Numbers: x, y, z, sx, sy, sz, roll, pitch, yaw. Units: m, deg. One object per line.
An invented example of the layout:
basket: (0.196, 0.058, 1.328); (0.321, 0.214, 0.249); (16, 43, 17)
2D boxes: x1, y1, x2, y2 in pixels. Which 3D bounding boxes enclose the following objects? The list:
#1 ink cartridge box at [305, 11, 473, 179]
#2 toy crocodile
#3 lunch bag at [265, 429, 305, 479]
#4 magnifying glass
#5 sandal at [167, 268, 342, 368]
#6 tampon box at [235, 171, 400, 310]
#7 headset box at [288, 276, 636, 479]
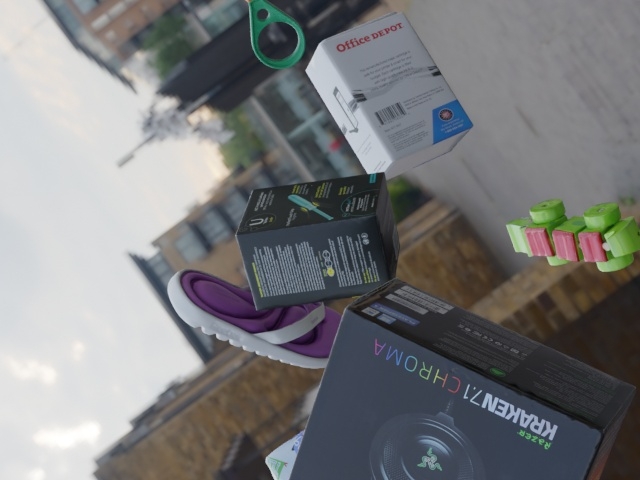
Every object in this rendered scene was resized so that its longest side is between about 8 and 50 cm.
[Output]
ink cartridge box: (0.096, -0.204, 1.866); (0.203, 0.148, 0.086); (60, 155, 12)
toy crocodile: (0.461, -0.004, 2.403); (0.340, 0.105, 0.115); (6, 119, 55)
lunch bag: (0.076, 0.323, 1.932); (0.303, 0.243, 0.115); (32, -152, -58)
magnifying glass: (-0.104, -0.399, 2.267); (0.231, 0.092, 0.026); (59, -173, -28)
sandal: (-0.075, 0.126, 2.295); (0.416, 0.102, 0.169); (14, -142, -41)
tampon box: (0.000, 0.000, 1.493); (0.120, 0.161, 0.101); (-74, -26, -61)
headset box: (0.108, 0.218, 1.177); (0.246, 0.283, 0.131); (25, -159, 19)
